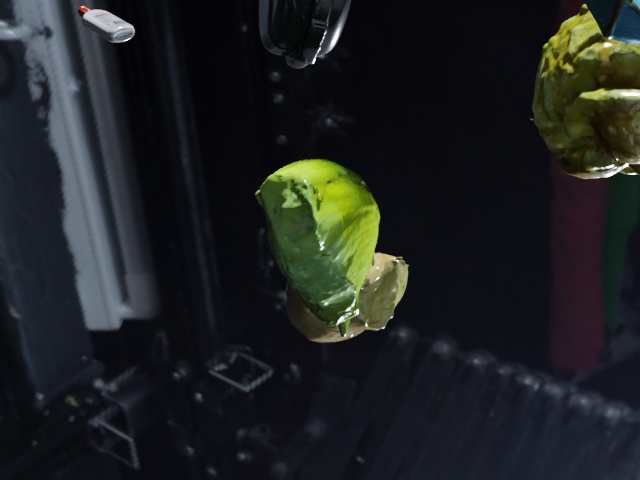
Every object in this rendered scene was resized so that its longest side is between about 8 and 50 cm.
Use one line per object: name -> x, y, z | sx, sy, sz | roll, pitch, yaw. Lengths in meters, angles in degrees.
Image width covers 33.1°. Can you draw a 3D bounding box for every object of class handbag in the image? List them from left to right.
handbag -> -0.020, -0.350, 1.375 | 0.093, 0.308, 0.254 | 7, -86, -10

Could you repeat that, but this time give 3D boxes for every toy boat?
toy boat -> 0.311, -0.213, 0.907 | 0.185, 0.075, 0.077 | -1, -34, -24

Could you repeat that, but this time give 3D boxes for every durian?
durian -> 0.000, 0.000, 1.075 | 0.250, 0.101, 0.139 | 64, -139, -64

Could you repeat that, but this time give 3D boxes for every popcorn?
popcorn -> 0.415, -0.201, 1.448 | 0.282, 0.282, 0.247 | 21, -106, -54

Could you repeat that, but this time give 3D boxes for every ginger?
ginger -> 0.024, 0.068, 1.430 | 0.152, 0.267, 0.138 | 0, -87, -16

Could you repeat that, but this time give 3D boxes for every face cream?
face cream -> -0.261, -0.261, 1.289 | 0.040, 0.083, 0.021 | -23, -46, -41
